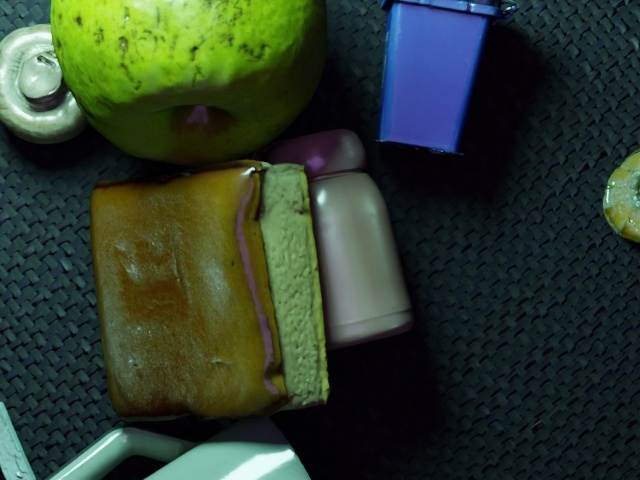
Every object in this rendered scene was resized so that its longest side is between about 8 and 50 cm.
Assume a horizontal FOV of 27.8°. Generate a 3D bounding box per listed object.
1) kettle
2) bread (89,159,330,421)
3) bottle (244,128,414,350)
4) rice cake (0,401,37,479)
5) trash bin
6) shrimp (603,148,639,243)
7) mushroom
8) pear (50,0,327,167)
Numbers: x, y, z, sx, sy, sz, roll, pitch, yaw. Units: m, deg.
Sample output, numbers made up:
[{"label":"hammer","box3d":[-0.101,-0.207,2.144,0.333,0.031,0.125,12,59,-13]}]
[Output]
[{"label":"kettle","box3d":[-0.207,0.383,1.700,0.377,0.250,0.361,-29,53,-14]},{"label":"bread","box3d":[-0.152,0.066,1.705,0.324,0.143,0.333,-9,87,40]},{"label":"bottle","box3d":[0.000,0.000,1.768,0.206,0.173,0.296,-13,89,21]},{"label":"rice cake","box3d":[-0.414,0.341,1.808,0.042,0.045,0.245,-25,88,-10]},{"label":"trash bin","box3d":[0.161,-0.238,1.786,0.184,0.162,0.234,9,93,-1]},{"label":"shrimp","box3d":[0.512,-0.062,1.837,0.217,0.051,0.150,6,81,3]},{"label":"mushroom","box3d":[-0.382,-0.218,1.787,0.166,0.127,0.166,0,83,4]},{"label":"pear","box3d":[-0.168,-0.296,1.680,0.391,0.391,0.391,0,88,-1]}]
